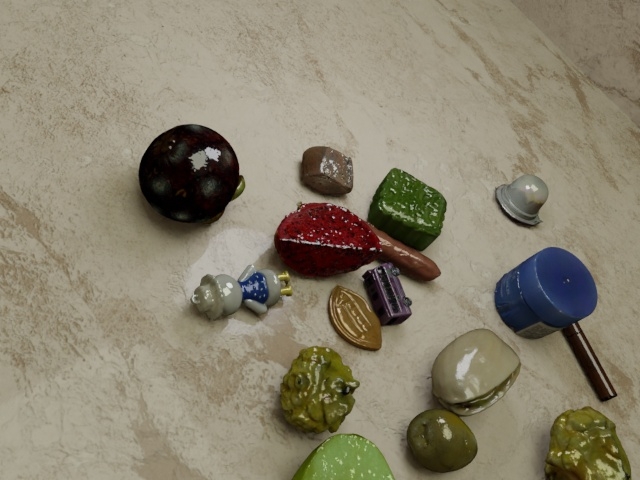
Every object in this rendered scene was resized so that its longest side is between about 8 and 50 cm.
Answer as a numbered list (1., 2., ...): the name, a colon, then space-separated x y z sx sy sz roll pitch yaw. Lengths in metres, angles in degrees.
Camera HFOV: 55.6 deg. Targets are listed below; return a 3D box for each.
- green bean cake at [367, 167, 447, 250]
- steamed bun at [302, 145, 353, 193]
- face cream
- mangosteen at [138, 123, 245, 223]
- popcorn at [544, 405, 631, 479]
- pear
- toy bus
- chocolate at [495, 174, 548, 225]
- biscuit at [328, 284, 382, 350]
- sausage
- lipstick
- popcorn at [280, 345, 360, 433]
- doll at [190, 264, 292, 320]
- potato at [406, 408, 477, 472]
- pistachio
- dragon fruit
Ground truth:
1. green bean cake: 0.294 -0.101 2.002 0.248 0.125 0.222 29 49 -7
2. steamed bun: 0.028 -0.225 1.962 0.175 0.106 0.144 14 52 -21
3. face cream: 0.722 0.176 1.969 0.249 0.225 0.248 13 56 -20
4. mangosteen: -0.343 -0.172 1.641 0.288 0.288 0.287 14 53 -19
5. popcorn: 0.743 0.614 1.685 0.252 0.215 0.286 -1 63 -36
6. pear: 0.045 0.568 1.385 0.293 0.159 0.292 16 51 -22
7. toy bus: 0.196 0.158 1.795 0.099 0.086 0.178 -5 61 -27
8. chocolate: 0.785 -0.167 2.295 0.222 0.147 0.221 15 54 -22
9. biscuit: 0.096 0.223 1.735 0.142 0.029 0.220 -20 69 -36
10. sausage: 0.186 0.011 1.896 0.433 0.088 0.087 30 49 -6
11. lipstick: 0.878 0.361 2.032 0.057 0.057 0.356 -4 60 -30
12. popcorn: 0.001 0.367 1.491 0.189 0.169 0.218 34 55 0
13. doll: -0.205 0.135 1.591 0.293 0.119 0.138 -8 78 -37
14. potato: 0.323 0.527 1.578 0.194 0.157 0.157 31 45 -36
15. pistachio: 0.425 0.373 1.688 0.332 0.226 0.207 -28 114 -46
16. dragon fruit: 0.000 0.000 1.779 0.317 0.152 0.205 7 43 -16
